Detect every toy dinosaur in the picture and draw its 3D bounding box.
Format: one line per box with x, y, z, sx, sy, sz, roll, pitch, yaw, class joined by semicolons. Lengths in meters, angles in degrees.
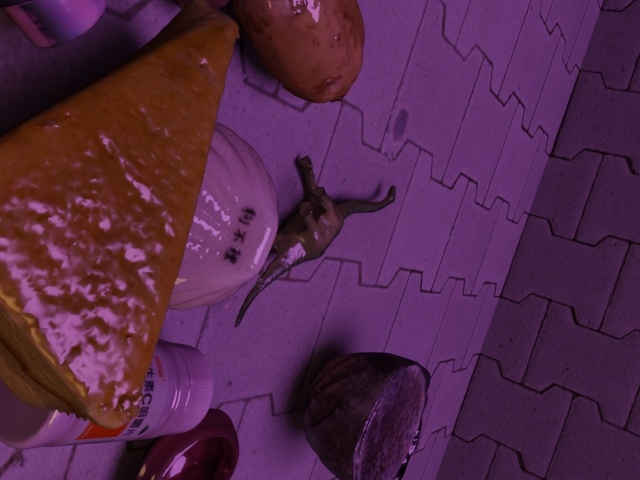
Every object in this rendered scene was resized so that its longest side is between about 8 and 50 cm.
0.000;0.000;1.093;0.447;0.087;0.301;-56;153;-17;toy dinosaur

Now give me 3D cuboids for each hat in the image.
-0.218;0.349;0.941;0.205;0.089;0.205;-28;129;-41;hat

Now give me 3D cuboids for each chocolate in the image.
0.071;0.362;1.269;0.303;0.213;0.303;-28;127;-46;chocolate

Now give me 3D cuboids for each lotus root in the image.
-0.020;-0.287;0.817;0.160;0.146;0.284;-61;151;-14;lotus root

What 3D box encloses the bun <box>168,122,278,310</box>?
-0.136;-0.018;0.776;0.263;0.175;0.263;-32;131;-46;bun

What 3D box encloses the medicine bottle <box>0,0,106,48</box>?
-0.260;-0.254;0.486;0.188;0.119;0.094;63;12;-51;medicine bottle

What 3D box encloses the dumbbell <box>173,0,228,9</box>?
-0.180;-0.316;0.620;0.231;0.082;0.092;16;95;-58;dumbbell

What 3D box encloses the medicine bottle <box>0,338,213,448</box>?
-0.257;0.180;0.743;0.250;0.133;0.133;27;84;-59;medicine bottle

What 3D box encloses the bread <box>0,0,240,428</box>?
-0.182;-0.045;0.587;0.361;0.233;0.244;-48;117;-36;bread
